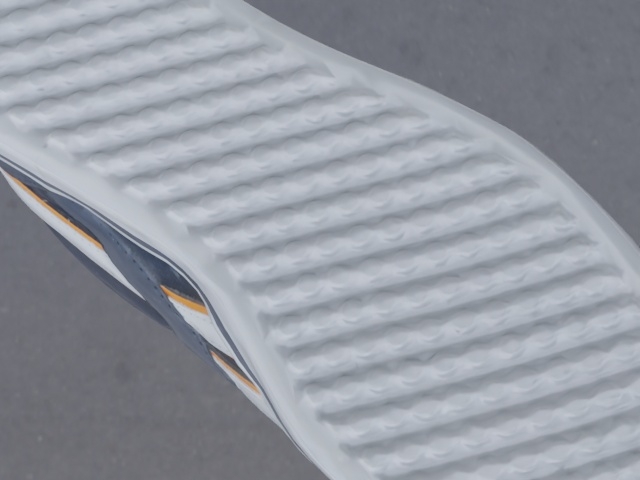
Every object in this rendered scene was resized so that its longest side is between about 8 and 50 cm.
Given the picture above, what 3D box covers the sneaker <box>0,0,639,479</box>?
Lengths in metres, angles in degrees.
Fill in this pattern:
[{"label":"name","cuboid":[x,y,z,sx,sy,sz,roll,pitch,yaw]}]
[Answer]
[{"label":"sneaker","cuboid":[0.000,0.000,0.470,0.126,0.321,0.127,-48,166,-6]}]
